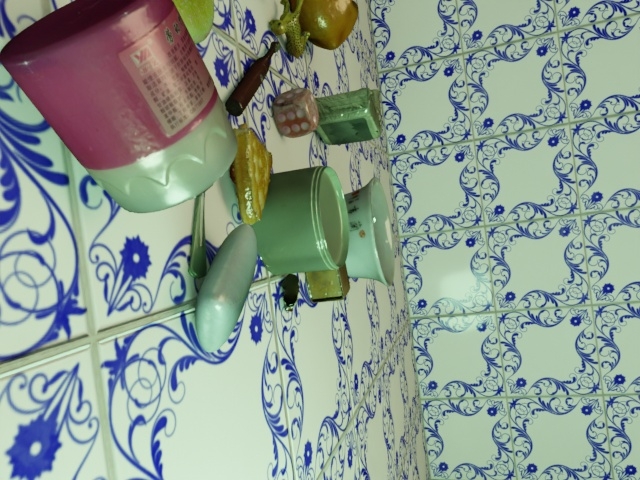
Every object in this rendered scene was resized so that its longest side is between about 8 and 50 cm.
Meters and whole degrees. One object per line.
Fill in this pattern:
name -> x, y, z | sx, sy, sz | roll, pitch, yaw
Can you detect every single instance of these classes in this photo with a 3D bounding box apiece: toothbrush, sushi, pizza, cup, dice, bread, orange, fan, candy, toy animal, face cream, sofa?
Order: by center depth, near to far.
face cream -> -0.203, -0.153, 0.526 | 0.175, 0.175, 0.195 | -81, 155, -43
candy -> -0.147, 0.071, 0.755 | 0.174, 0.071, 0.138 | -77, -176, -47
fan -> -0.193, -0.035, 0.772 | 0.038, 0.016, 0.193 | 34, 52, -65
bread -> -0.233, -0.438, 0.782 | 0.228, 0.033, 0.229 | -8, 90, -71
pizza -> -0.135, -0.139, 0.937 | 0.199, 0.062, 0.188 | -67, 158, -69
toothbrush -> -0.137, -0.364, 1.049 | 0.364, 0.040, 0.041 | -76, 153, -49
sushi -> -0.070, 0.120, 1.085 | 0.046, 0.044, 0.083 | 96, 1, -55
dice -> -0.060, -0.315, 1.184 | 0.091, 0.093, 0.094 | -79, 154, -45
toy animal -> -0.077, -0.548, 1.290 | 0.181, 0.073, 0.136 | 76, 22, -63
orange -> 0.021, -0.693, 1.444 | 0.249, 0.183, 0.249 | -9, 90, -72
sofa -> 0.079, -0.415, 1.480 | 0.225, 0.210, 0.176 | 33, 54, -67
cup -> 0.127, -0.018, 1.541 | 0.347, 0.163, 0.347 | -8, 90, -72

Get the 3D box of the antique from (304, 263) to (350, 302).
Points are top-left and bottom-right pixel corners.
antique -> 0.000, 0.000, 1.243 | 0.087, 0.093, 0.310 | -45, 126, -69

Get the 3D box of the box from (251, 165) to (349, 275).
box -> -0.037, -0.042, 1.051 | 0.226, 0.149, 0.226 | -6, 90, -73
